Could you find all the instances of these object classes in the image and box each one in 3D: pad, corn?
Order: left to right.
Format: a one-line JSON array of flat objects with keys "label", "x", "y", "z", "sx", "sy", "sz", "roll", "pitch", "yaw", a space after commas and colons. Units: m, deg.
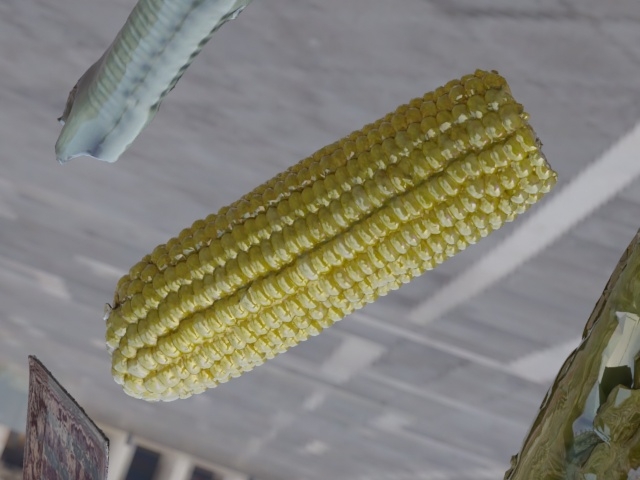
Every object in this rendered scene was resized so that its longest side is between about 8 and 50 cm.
[{"label": "pad", "x": -0.188, "y": 0.249, "z": 1.255, "sx": 0.005, "sy": 0.300, "sz": 0.202, "roll": 1, "pitch": -167, "yaw": -24}, {"label": "corn", "x": 0.000, "y": 0.000, "z": 0.894, "sx": 0.248, "sy": 0.081, "sz": 0.081, "roll": -30, "pitch": 153, "yaw": 14}]

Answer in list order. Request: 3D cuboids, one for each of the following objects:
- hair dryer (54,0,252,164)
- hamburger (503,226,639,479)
[{"label": "hair dryer", "x": -0.002, "y": -0.152, "z": 0.294, "sx": 0.267, "sy": 0.092, "sz": 0.229, "roll": -23, "pitch": 110, "yaw": 23}, {"label": "hamburger", "x": 0.195, "y": 0.066, "z": 0.624, "sx": 0.265, "sy": 0.285, "sz": 0.134, "roll": 22, "pitch": -167, "yaw": -19}]
